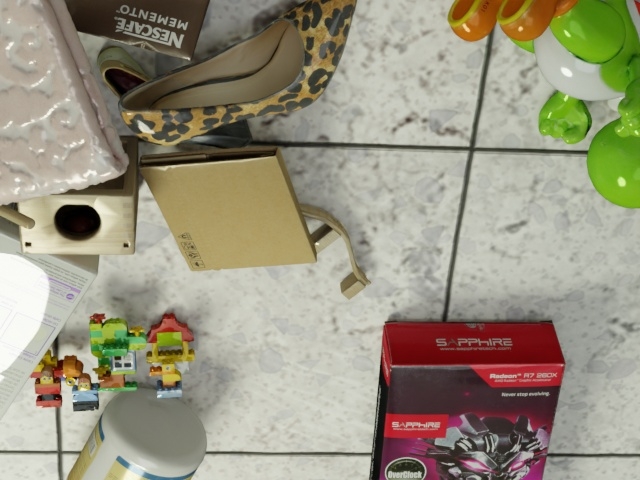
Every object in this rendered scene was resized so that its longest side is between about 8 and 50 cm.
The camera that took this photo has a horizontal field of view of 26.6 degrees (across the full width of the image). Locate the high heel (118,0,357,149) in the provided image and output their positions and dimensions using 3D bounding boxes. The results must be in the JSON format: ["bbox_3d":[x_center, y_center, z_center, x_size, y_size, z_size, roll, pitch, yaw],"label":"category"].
[{"bbox_3d":[-0.088,-0.188,1.439,0.186,0.093,0.261,6,138,-48],"label":"high heel"}]

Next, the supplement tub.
[{"bbox_3d":[-0.250,0.308,1.780,0.144,0.144,0.200,21,121,-19],"label":"supplement tub"}]

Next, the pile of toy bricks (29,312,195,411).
[{"bbox_3d":[-0.263,0.138,1.684,0.212,0.118,0.105,-3,111,-6],"label":"pile of toy bricks"}]

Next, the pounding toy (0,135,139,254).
[{"bbox_3d":[-0.310,-0.033,1.512,0.206,0.181,0.094,1,125,-6],"label":"pounding toy"}]

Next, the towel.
[{"bbox_3d":[-0.386,-0.175,1.364,0.331,0.053,0.317,-10,109,28],"label":"towel"}]

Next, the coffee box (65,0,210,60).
[{"bbox_3d":[-0.232,-0.294,1.386,0.246,0.098,0.141,14,123,-14],"label":"coffee box"}]

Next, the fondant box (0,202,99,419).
[{"bbox_3d":[-0.447,0.082,1.634,0.238,0.096,0.330,26,118,-21],"label":"fondant box"}]

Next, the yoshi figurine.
[{"bbox_3d":[0.306,-0.155,1.493,0.362,0.204,0.203,31,133,-27],"label":"yoshi figurine"}]

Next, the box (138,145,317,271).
[{"bbox_3d":[-0.103,-0.034,1.578,0.164,0.021,0.201,-4,141,13],"label":"box"}]

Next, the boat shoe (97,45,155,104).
[{"bbox_3d":[-0.198,-0.160,1.517,0.135,0.045,0.050,38,114,-27],"label":"boat shoe"}]

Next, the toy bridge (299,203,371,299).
[{"bbox_3d":[0.000,0.000,1.660,0.063,0.026,0.188,-38,120,19],"label":"toy bridge"}]

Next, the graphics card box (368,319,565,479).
[{"bbox_3d":[0.187,0.278,1.833,0.232,0.094,0.371,0,126,-6],"label":"graphics card box"}]
